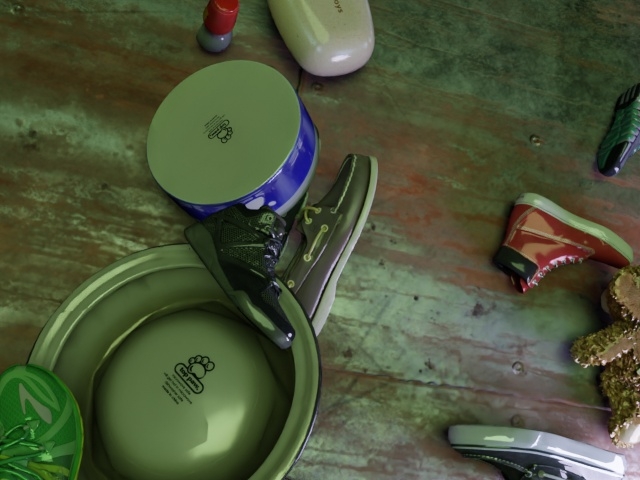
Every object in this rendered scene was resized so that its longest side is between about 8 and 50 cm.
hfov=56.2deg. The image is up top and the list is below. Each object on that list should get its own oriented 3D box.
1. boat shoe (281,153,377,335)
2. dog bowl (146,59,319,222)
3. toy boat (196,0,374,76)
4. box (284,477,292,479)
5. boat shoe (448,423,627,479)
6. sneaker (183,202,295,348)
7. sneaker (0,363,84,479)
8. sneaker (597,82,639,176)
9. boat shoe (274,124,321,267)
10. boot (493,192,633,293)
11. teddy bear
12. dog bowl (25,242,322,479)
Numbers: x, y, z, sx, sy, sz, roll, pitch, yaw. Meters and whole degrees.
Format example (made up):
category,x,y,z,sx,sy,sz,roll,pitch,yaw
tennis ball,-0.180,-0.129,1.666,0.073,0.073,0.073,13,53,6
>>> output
category,x,y,z,sx,sy,sz,roll,pitch,yaw
boat shoe,0.000,0.000,0.993,0.096,0.116,0.325,21,93,-11
dog bowl,-0.141,-0.154,0.971,0.264,0.104,0.265,-6,68,14
toy boat,-0.066,-0.413,1.091,0.318,0.148,0.268,-15,86,-22
box,-0.091,0.563,0.889,0.318,0.097,0.395,24,74,-7
boat shoe,0.369,0.386,1.006,0.334,0.121,0.119,15,71,-10
sneaker,-0.080,0.033,0.815,0.130,0.087,0.227,-35,60,-7
sneaker,-0.341,0.272,0.682,0.109,0.124,0.296,-12,59,-3
sneaker,0.640,-0.210,1.211,0.098,0.083,0.224,31,73,-9
boat shoe,-0.083,-0.071,1.027,0.114,0.091,0.303,19,75,-7
boot,0.449,0.041,1.120,0.244,0.088,0.176,25,79,-2
teddy bear,0.580,0.211,1.103,0.245,0.113,0.338,-23,93,-6
dog bowl,-0.198,0.217,0.859,0.407,0.150,0.408,-2,62,3
